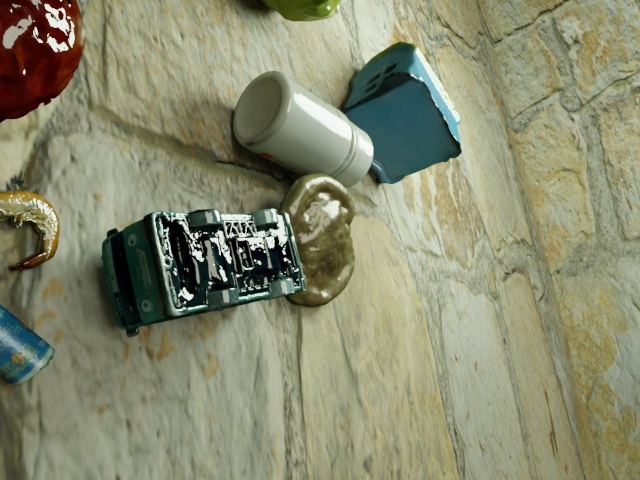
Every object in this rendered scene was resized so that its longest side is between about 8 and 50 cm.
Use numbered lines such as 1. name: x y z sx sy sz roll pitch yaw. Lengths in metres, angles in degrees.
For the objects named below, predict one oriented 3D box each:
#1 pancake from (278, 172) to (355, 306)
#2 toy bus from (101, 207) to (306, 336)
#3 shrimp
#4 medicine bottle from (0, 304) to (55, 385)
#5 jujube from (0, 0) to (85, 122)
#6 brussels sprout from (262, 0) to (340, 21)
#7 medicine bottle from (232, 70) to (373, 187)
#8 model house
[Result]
1. pancake: 0.001 0.000 0.917 0.222 0.042 0.236 18 82 -51
2. toy bus: -0.145 0.035 0.672 0.256 0.147 0.128 -4 77 -59
3. shrimp: -0.335 -0.016 0.545 0.127 0.025 0.090 16 65 -52
4. medicine bottle: -0.339 0.061 0.484 0.191 0.051 0.051 52 40 -26
5. jujube: -0.360 -0.186 0.447 0.290 0.197 0.197 -20 92 -39
6. brussels sprout: -0.049 -0.613 0.967 0.275 0.315 0.371 -98 -171 -57
7. medicine bottle: -0.022 -0.188 0.936 0.252 0.145 0.144 20 60 -45
8. model house: 0.200 -0.324 1.240 0.237 0.216 0.303 50 37 -27
